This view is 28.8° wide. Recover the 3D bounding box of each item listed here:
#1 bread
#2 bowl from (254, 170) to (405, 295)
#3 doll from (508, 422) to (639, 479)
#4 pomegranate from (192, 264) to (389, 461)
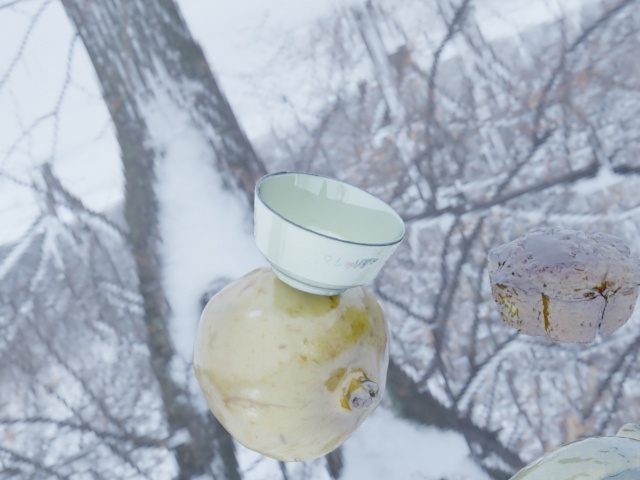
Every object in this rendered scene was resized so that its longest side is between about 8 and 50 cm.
[{"bbox_3d":[0.373,0.063,1.966,0.232,0.135,0.247,-12,-152,-21],"label":"bread"},{"bbox_3d":[0.000,0.000,1.889,0.237,0.126,0.238,16,-158,-6],"label":"bowl"},{"bbox_3d":[0.285,0.349,1.104,0.247,0.350,0.247,-21,160,-8],"label":"doll"},{"bbox_3d":[-0.029,0.199,2.005,0.342,0.342,0.342,-23,-177,1],"label":"pomegranate"}]
